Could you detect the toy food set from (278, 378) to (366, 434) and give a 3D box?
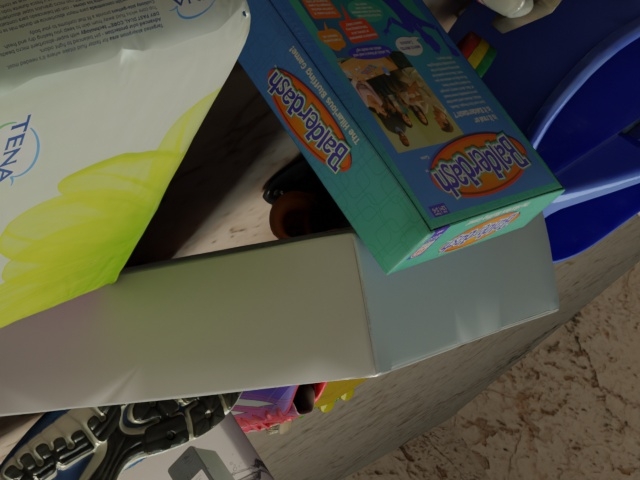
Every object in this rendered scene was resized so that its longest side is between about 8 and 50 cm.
[{"bbox_3d":[0.007,0.163,1.838,0.218,0.071,0.128,-30,141,-24],"label":"toy food set"}]

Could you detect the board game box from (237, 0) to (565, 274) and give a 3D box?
[{"bbox_3d":[0.041,-0.089,0.816,0.160,0.210,0.047,-15,156,-50],"label":"board game box"}]

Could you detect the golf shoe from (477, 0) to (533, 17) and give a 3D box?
[{"bbox_3d":[0.178,-0.251,0.788,0.273,0.120,0.105,-39,163,12],"label":"golf shoe"}]

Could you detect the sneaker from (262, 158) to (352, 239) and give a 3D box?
[{"bbox_3d":[0.000,0.000,1.230,0.180,0.124,0.321,-11,142,-48],"label":"sneaker"}]

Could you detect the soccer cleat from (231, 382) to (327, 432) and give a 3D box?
[{"bbox_3d":[-0.070,0.196,1.652,0.108,0.116,0.318,-19,158,-46],"label":"soccer cleat"}]

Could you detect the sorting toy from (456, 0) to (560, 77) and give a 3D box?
[{"bbox_3d":[0.167,-0.222,0.892,0.274,0.046,0.132,-54,-173,-1],"label":"sorting toy"}]

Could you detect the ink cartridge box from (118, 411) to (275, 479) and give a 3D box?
[{"bbox_3d":[-0.158,0.303,1.491,0.198,0.273,0.115,-35,165,-1],"label":"ink cartridge box"}]

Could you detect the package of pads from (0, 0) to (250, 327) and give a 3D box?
[{"bbox_3d":[-0.181,-0.042,0.696,0.229,0.101,0.296,-24,162,-35],"label":"package of pads"}]

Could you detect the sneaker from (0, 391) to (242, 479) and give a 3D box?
[{"bbox_3d":[-0.216,0.180,1.327,0.330,0.130,0.147,-38,-166,-22],"label":"sneaker"}]

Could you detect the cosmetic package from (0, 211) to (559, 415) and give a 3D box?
[{"bbox_3d":[-0.053,0.051,0.968,0.377,0.097,0.284,-10,-178,32],"label":"cosmetic package"}]

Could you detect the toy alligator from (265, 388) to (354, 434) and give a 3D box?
[{"bbox_3d":[-0.011,0.245,2.077,0.189,0.056,0.051,-27,122,-23],"label":"toy alligator"}]

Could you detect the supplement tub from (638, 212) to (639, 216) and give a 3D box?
[{"bbox_3d":[0.530,-0.111,1.761,0.235,0.235,0.325,-39,165,16],"label":"supplement tub"}]

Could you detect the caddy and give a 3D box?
[{"bbox_3d":[0.253,-0.124,1.095,0.341,0.179,0.241,-33,146,-22],"label":"caddy"}]
